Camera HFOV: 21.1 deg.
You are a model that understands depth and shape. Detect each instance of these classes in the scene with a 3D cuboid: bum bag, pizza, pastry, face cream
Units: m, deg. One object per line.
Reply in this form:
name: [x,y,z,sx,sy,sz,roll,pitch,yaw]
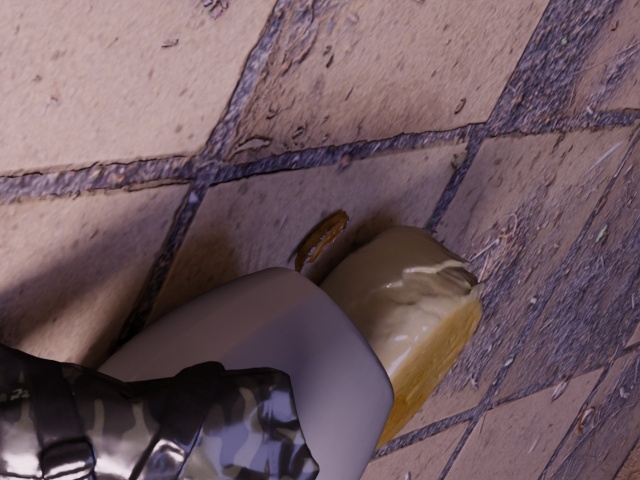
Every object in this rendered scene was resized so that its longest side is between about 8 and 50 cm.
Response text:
bum bag: [-0.162,0.151,1.318,0.095,0.340,0.144,-113,-146,-68]
pizza: [0.000,0.000,1.696,0.083,0.016,0.037,-47,155,-22]
pastry: [0.061,0.108,1.809,0.265,0.133,0.265,-42,155,-25]
face cream: [-0.110,0.207,1.521,0.357,0.219,0.312,-44,150,-16]
